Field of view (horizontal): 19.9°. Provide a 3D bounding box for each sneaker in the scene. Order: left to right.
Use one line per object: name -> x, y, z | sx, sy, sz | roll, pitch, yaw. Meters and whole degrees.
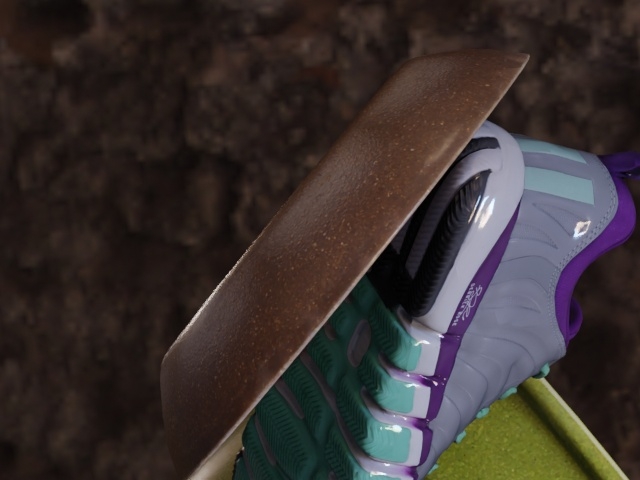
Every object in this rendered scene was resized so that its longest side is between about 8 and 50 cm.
sneaker -> 0.044, 0.057, 0.664 | 0.223, 0.098, 0.083 | -63, -144, 34

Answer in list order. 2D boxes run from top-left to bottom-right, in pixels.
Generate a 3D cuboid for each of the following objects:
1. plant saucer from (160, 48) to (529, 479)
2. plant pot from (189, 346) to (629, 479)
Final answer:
plant saucer -> 0.000, 0.000, 0.662 | 0.036, 0.198, 0.198 | 40, -41, 0
plant pot -> 0.008, 0.256, 0.952 | 0.366, 0.353, 0.366 | 54, -6, 9
